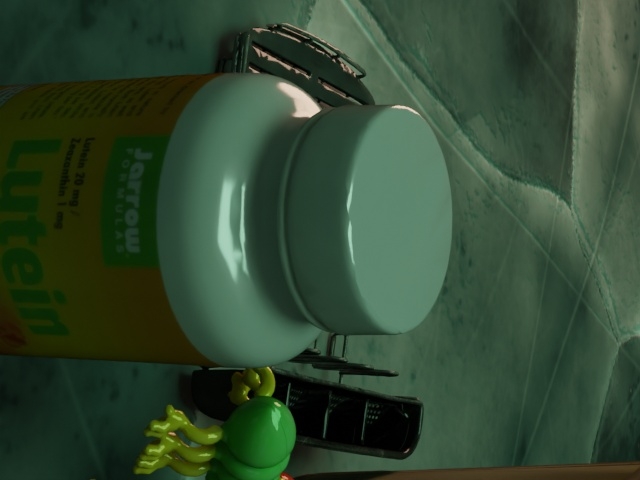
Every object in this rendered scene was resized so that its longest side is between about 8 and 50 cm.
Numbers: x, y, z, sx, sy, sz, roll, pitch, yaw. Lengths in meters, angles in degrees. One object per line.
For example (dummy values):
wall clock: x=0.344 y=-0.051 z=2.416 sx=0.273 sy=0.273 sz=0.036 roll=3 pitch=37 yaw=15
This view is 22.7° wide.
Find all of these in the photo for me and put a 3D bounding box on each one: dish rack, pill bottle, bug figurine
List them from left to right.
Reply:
bug figurine: x=-0.085 y=0.173 z=0.792 sx=0.279 sy=0.072 sz=0.216 roll=-39 pitch=158 yaw=-35
pill bottle: x=-0.069 y=-0.010 z=0.754 sx=0.136 sy=0.245 sz=0.136 roll=-1 pitch=91 yaw=-60
dish rack: x=0.000 y=0.000 z=1.047 sx=0.208 sy=0.074 sz=0.271 roll=22 pitch=72 yaw=-59

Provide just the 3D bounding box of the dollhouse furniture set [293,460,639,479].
dollhouse furniture set: x=0.097 y=0.344 z=0.981 sx=0.362 sy=0.256 sz=0.394 roll=3 pitch=82 yaw=-70
